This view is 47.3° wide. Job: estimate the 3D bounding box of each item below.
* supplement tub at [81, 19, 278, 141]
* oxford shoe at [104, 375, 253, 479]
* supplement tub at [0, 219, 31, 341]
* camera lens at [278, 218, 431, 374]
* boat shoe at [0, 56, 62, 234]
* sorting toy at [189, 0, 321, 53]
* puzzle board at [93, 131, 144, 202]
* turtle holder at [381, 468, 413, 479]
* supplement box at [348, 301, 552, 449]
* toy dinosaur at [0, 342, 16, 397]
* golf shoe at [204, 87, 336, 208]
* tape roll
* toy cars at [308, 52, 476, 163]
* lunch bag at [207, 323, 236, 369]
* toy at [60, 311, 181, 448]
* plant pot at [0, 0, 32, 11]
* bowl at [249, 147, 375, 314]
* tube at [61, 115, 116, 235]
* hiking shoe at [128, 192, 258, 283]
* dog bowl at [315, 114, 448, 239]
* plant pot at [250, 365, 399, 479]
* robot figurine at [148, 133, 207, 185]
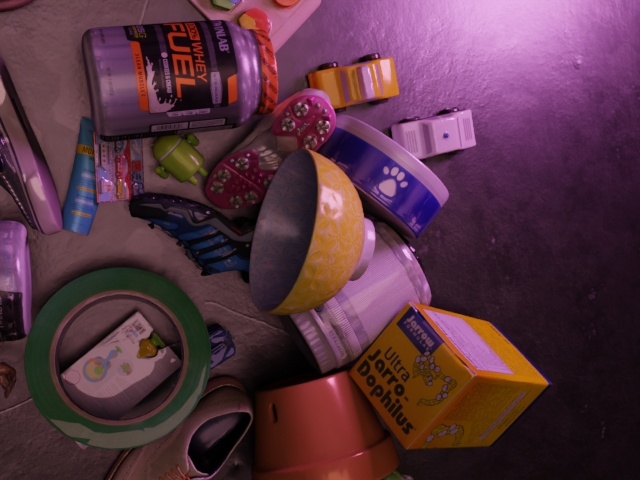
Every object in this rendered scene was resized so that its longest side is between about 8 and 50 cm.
[{"bbox_3d":[-0.245,-0.284,1.284,0.316,0.193,0.194,-10,101,-18],"label":"supplement tub"},{"bbox_3d":[-0.286,0.433,1.402,0.140,0.146,0.397,44,84,-20],"label":"oxford shoe"},{"bbox_3d":[-0.656,0.072,1.190,0.338,0.207,0.207,-1,99,-19],"label":"supplement tub"},{"bbox_3d":[0.062,0.105,1.432,0.274,0.219,0.219,-32,107,-12],"label":"camera lens"},{"bbox_3d":[-0.570,-0.152,1.242,0.158,0.127,0.341,-21,96,-8],"label":"boat shoe"},{"bbox_3d":[-0.124,-0.465,1.379,0.208,0.038,0.193,44,83,-20],"label":"sorting toy"},{"bbox_3d":[-0.367,-0.135,1.340,0.096,0.011,0.128,-9,102,-44],"label":"puzzle board"},{"bbox_3d":[0.042,0.565,1.478,0.227,0.243,0.320,-8,114,-44],"label":"turtle holder"},{"bbox_3d":[0.263,0.274,1.441,0.356,0.194,0.195,18,115,-50],"label":"supplement box"},{"bbox_3d":[-0.654,0.260,1.269,0.200,0.127,0.296,28,83,-14],"label":"toy dinosaur"},{"bbox_3d":[-0.093,-0.174,1.387,0.306,0.140,0.115,-36,113,20],"label":"golf shoe"},{"bbox_3d":[-0.362,0.212,1.327,0.321,0.077,0.321,3,77,-13],"label":"tape roll"},{"bbox_3d":[0.163,-0.264,1.482,0.393,0.087,0.176,28,89,-21],"label":"toy cars"},{"bbox_3d":[-0.213,0.212,1.437,0.098,0.065,0.067,-33,107,-11],"label":"lunch bag"},{"bbox_3d":[-0.398,0.260,1.386,0.237,0.056,0.137,-40,102,-14],"label":"toy"},{"bbox_3d":[-0.550,-0.501,1.191,0.237,0.110,0.237,-3,100,-19],"label":"plant pot"},{"bbox_3d":[0.000,0.000,1.262,0.156,0.289,0.289,15,93,-23],"label":"bowl"},{"bbox_3d":[-0.421,-0.115,1.330,0.080,0.052,0.207,16,88,-36],"label":"tube"},{"bbox_3d":[-0.220,0.002,1.378,0.304,0.113,0.132,19,93,-19],"label":"hiking shoe"},{"bbox_3d":[0.107,-0.118,1.391,0.265,0.265,0.104,36,88,-20],"label":"dog bowl"},{"bbox_3d":[-0.008,0.368,1.433,0.290,0.291,0.203,-12,86,-17],"label":"plant pot"},{"bbox_3d":[-0.264,-0.154,1.363,0.101,0.067,0.115,-47,109,-2],"label":"robot figurine"}]
